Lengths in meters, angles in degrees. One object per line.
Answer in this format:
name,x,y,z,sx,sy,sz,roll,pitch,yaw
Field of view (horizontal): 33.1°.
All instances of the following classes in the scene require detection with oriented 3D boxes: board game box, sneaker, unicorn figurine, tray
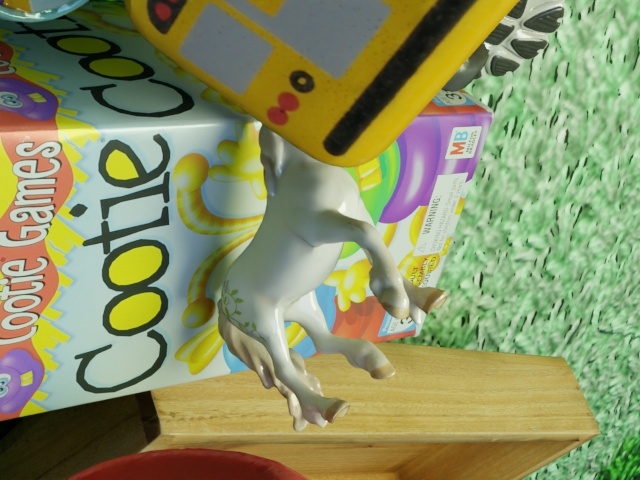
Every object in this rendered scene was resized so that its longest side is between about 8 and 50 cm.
board game box,-0.076,-0.028,0.529,0.275,0.144,0.142,-8,125,-37
sneaker,0.120,-0.169,0.648,0.068,0.071,0.170,17,127,-28
unicorn figurine,0.000,0.000,0.441,0.162,0.111,0.060,-52,157,22
tray,-0.008,0.145,0.733,0.410,0.076,0.203,11,139,-44

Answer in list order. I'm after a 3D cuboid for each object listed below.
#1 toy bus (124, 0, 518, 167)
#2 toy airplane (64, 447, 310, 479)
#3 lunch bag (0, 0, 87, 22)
toy bus,0.053,-0.171,0.452,0.108,0.130,0.333,-49,-169,44
toy airplane,-0.190,0.235,0.466,0.384,0.272,0.386,-8,134,-23
lunch bag,-0.106,-0.237,0.361,0.279,0.108,0.224,-52,138,7
